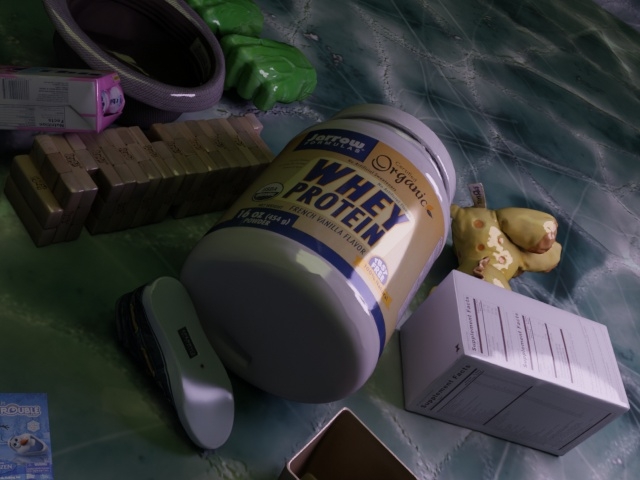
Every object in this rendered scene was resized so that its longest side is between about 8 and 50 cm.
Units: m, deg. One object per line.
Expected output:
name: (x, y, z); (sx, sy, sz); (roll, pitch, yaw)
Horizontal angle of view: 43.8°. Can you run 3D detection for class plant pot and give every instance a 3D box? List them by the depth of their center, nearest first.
plant pot: (0.013, 0.254, 0.789); (0.109, 0.096, 0.109); (44, 39, 11)

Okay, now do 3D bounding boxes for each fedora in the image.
fedora: (-0.267, -0.255, 1.085); (0.275, 0.124, 0.243); (34, 40, -15)

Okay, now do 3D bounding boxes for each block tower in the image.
block tower: (-0.202, -0.082, 0.985); (0.335, 0.091, 0.097); (-17, 62, -44)

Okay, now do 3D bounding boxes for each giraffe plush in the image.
giraffe plush: (0.239, 0.045, 1.129); (0.210, 0.181, 0.170); (39, 55, -43)

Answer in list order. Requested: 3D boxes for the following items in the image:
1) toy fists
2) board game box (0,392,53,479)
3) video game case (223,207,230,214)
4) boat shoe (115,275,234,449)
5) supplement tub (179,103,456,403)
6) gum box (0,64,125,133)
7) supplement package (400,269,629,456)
toy fists: (-0.136, -0.311, 1.266); (0.142, 0.096, 0.279); (-9, 54, -53)
board game box: (-0.289, 0.179, 0.710); (0.090, 0.020, 0.090); (6, 46, -31)
video game case: (0.000, 0.000, 1.098); (0.193, 0.023, 0.212); (47, 40, 14)
boat shoe: (-0.153, 0.130, 0.831); (0.065, 0.083, 0.183); (-19, 90, -45)
supplement tub: (0.013, 0.002, 0.912); (0.228, 0.228, 0.316); (36, 48, 1)
gum box: (-0.328, -0.166, 0.918); (0.188, 0.062, 0.107); (3, 17, -2)
supplement package: (0.241, 0.159, 1.016); (0.244, 0.139, 0.134); (21, 42, -18)
